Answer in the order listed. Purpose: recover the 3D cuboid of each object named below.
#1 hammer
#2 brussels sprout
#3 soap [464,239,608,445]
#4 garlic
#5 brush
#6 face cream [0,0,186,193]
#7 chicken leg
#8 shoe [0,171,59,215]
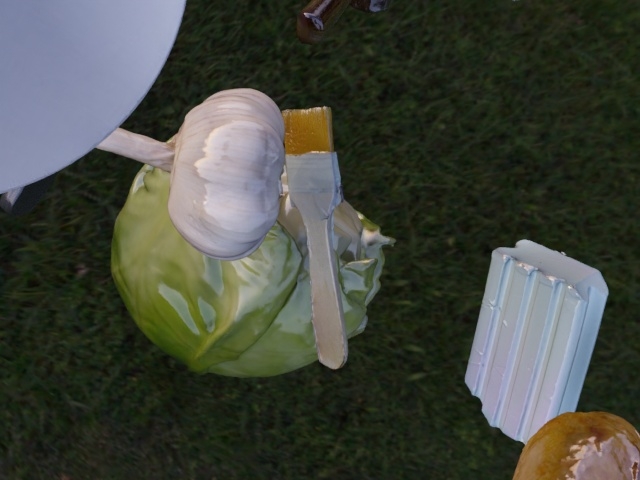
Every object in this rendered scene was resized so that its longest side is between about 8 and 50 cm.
[{"bbox_3d":[0.058,-0.445,1.697,0.095,0.242,0.409,20,44,9],"label":"hammer"},{"bbox_3d":[-0.120,0.043,1.500,0.361,0.342,0.425,-45,132,15],"label":"brussels sprout"},{"bbox_3d":[0.335,0.164,1.553,0.095,0.173,0.289,-14,121,-44],"label":"soap"},{"bbox_3d":[-0.152,-0.078,1.097,0.226,0.199,0.199,11,83,-15],"label":"garlic"},{"bbox_3d":[0.000,0.000,1.252,0.020,0.085,0.337,-17,104,-56],"label":"brush"},{"bbox_3d":[-0.177,-0.153,0.433,0.218,0.179,0.218,-9,124,-13],"label":"face cream"},{"bbox_3d":[0.158,0.229,0.701,0.087,0.107,0.251,29,62,8],"label":"chicken leg"},{"bbox_3d":[-0.475,-0.159,1.644,0.093,0.108,0.241,37,101,12],"label":"shoe"}]
